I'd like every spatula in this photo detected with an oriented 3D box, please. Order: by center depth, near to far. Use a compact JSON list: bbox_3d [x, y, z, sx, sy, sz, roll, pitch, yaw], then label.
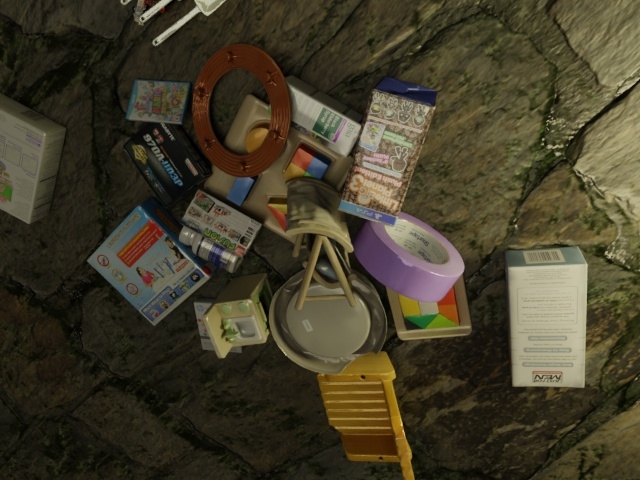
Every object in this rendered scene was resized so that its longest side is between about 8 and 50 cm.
[{"bbox_3d":[-0.367,-0.608,1.271,0.242,0.019,0.168,-32,110,14],"label":"spatula"}]

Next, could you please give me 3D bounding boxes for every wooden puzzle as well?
[{"bbox_3d":[-0.129,-0.176,1.402,0.348,0.080,0.322,32,118,-1],"label":"wooden puzzle"},{"bbox_3d":[0.309,0.180,1.470,0.221,0.044,0.238,-8,111,18],"label":"wooden puzzle"}]

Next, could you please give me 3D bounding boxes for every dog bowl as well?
[{"bbox_3d":[0.027,0.224,1.518,0.349,0.102,0.348,4,110,11],"label":"dog bowl"}]

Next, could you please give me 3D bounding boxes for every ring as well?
[{"bbox_3d":[-0.217,-0.329,1.313,0.337,0.032,0.336,9,107,32],"label":"ring"}]

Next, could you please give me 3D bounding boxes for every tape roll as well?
[{"bbox_3d":[0.222,0.031,1.295,0.275,0.275,0.090,29,117,0],"label":"tape roll"}]

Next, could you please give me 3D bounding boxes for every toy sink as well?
[{"bbox_3d":[-0.224,0.220,1.520,0.131,0.234,0.152,-10,110,19],"label":"toy sink"}]

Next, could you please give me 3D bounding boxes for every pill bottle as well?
[{"bbox_3d":[-0.317,0.008,1.516,0.187,0.112,0.112,28,118,2],"label":"pill bottle"}]

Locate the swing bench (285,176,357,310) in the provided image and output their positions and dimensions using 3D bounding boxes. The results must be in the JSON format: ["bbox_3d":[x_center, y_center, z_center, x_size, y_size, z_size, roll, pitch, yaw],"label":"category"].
[{"bbox_3d":[0.000,0.000,1.302,0.165,0.253,0.254,-4,124,-1],"label":"swing bench"}]

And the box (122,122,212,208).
[{"bbox_3d":[-0.438,-0.229,1.457,0.175,0.051,0.220,-32,93,25],"label":"box"}]

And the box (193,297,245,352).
[{"bbox_3d":[-0.331,0.280,1.685,0.145,0.038,0.186,2,113,13],"label":"box"}]

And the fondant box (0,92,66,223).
[{"bbox_3d":[-0.944,-0.249,1.572,0.238,0.096,0.330,28,117,1],"label":"fondant box"}]

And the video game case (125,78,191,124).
[{"bbox_3d":[-0.441,-0.379,1.391,0.166,0.015,0.119,7,80,12],"label":"video game case"}]

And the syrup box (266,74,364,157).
[{"bbox_3d":[-0.004,-0.317,1.297,0.237,0.096,0.093,30,119,1],"label":"syrup box"}]

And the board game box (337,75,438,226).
[{"bbox_3d":[0.164,-0.219,1.221,0.141,0.232,0.290,18,118,6],"label":"board game box"}]

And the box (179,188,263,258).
[{"bbox_3d":[-0.279,-0.047,1.442,0.207,0.036,0.114,30,91,2],"label":"box"}]

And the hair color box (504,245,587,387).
[{"bbox_3d":[0.602,0.211,1.370,0.186,0.113,0.374,-4,112,16],"label":"hair color box"}]

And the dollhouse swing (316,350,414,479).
[{"bbox_3d":[0.130,0.571,1.549,0.315,0.305,0.346,-6,113,17],"label":"dollhouse swing"}]

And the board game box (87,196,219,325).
[{"bbox_3d":[-0.528,0.072,1.615,0.308,0.086,0.302,-38,100,26],"label":"board game box"}]

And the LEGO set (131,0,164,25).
[{"bbox_3d":[-0.434,-0.669,1.287,0.244,0.060,0.182,-22,107,10],"label":"LEGO set"}]
